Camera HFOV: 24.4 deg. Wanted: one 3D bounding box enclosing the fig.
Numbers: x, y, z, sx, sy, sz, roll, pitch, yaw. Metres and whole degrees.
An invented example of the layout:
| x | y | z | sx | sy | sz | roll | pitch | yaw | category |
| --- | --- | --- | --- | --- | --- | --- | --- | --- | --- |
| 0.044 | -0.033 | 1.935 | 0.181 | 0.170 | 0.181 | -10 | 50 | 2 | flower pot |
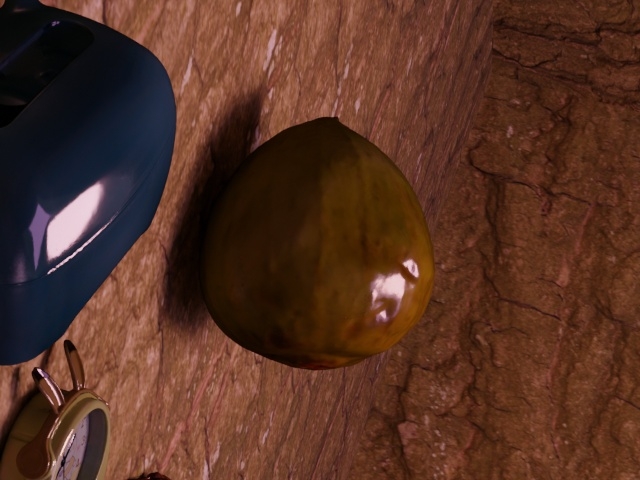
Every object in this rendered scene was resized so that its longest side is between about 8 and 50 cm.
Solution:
| x | y | z | sx | sy | sz | roll | pitch | yaw | category |
| --- | --- | --- | --- | --- | --- | --- | --- | --- | --- |
| -0.009 | 0.006 | 2.026 | 0.343 | 0.343 | 0.343 | 16 | 90 | -77 | fig |

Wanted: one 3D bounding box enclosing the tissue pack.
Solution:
| x | y | z | sx | sy | sz | roll | pitch | yaw | category |
| --- | --- | --- | --- | --- | --- | --- | --- | --- | --- |
| -0.239 | -0.061 | 1.176 | 0.287 | 0.198 | 0.206 | -56 | 160 | -47 | tissue pack |

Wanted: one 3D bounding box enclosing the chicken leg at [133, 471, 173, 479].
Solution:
| x | y | z | sx | sy | sz | roll | pitch | yaw | category |
| --- | --- | --- | --- | --- | --- | --- | --- | --- | --- |
| -0.244 | 0.415 | 2.063 | 0.177 | 0.083 | 0.322 | -65 | 166 | 4 | chicken leg |

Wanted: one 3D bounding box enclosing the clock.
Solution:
| x | y | z | sx | sy | sz | roll | pitch | yaw | category |
| --- | --- | --- | --- | --- | --- | --- | --- | --- | --- |
| -0.291 | 0.229 | 1.622 | 0.170 | 0.069 | 0.232 | -44 | 147 | -64 | clock |
